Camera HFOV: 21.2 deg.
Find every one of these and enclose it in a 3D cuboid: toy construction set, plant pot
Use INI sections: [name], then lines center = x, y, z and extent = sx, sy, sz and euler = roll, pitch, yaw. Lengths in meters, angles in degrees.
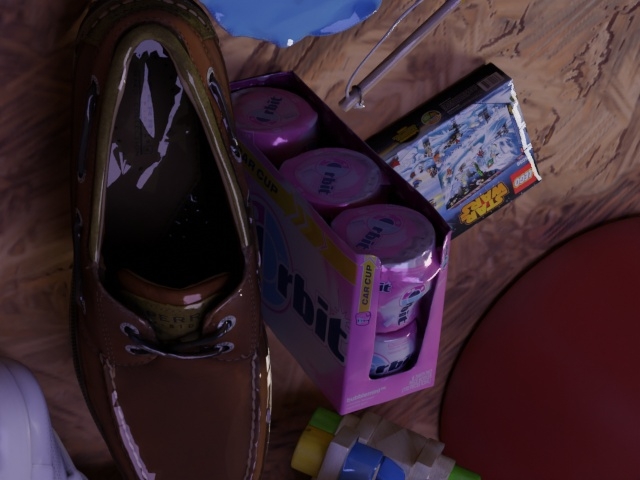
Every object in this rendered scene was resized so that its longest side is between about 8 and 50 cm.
[toy construction set]
center = -0.004, 0.245, 1.140
extent = 0.327, 0.151, 0.215
euler = -56, 177, 28
[plant pot]
center = 0.261, 0.158, 1.218
extent = 0.275, 0.243, 0.275
euler = -19, 131, -24

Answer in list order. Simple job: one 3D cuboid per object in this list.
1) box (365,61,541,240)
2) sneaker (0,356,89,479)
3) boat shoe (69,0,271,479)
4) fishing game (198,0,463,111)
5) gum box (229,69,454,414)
[box]
center = 0.070, -0.040, 1.087
extent = 0.137, 0.027, 0.094
euler = -33, 134, -10
[sneaker]
center = -0.148, 0.158, 1.037
extent = 0.169, 0.108, 0.292
euler = -17, 140, -27
[boat shoe]
center = -0.085, 0.024, 0.903
extent = 0.111, 0.104, 0.307
euler = -11, 108, -5
[fishing game]
center = 0.004, -0.188, 0.879
extent = 0.189, 0.041, 0.264
euler = -47, 139, 6
[gum box]
center = 0.000, 0.000, 0.951
extent = 0.062, 0.188, 0.107
euler = -16, 130, -25
